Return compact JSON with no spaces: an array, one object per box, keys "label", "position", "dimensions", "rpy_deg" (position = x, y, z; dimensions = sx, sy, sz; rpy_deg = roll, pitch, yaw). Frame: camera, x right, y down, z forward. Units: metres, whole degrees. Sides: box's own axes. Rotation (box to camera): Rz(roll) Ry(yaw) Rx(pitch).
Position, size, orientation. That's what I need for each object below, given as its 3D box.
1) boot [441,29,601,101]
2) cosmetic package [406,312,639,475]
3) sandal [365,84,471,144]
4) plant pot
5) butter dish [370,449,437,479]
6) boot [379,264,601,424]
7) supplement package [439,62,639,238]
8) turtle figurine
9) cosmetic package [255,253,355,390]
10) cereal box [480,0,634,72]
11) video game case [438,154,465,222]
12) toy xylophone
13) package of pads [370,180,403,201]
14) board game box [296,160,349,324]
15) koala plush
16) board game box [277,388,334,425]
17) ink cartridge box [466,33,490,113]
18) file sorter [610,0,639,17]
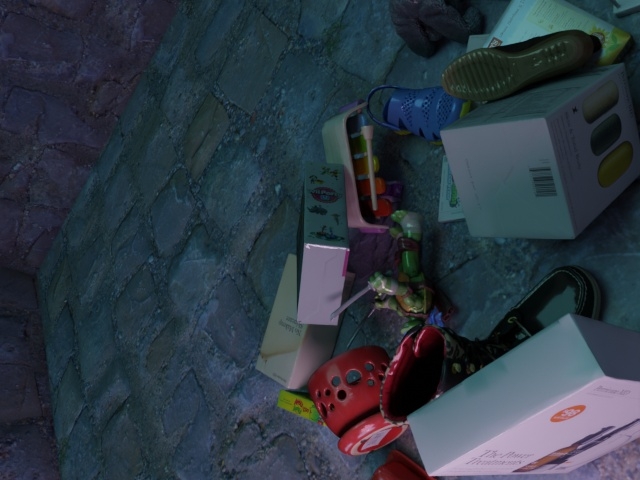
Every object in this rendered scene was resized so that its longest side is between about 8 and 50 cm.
[{"label":"boot","position":[0.360,-0.311,1.152],"dimensions":[0.248,0.207,0.090],"rpy_deg":[-7,102,33]},{"label":"cosmetic package","position":[0.355,0.238,0.927],"dimensions":[0.284,0.377,0.097],"rpy_deg":[-46,47,31]},{"label":"sandal","position":[0.208,-0.293,1.457],"dimensions":[0.317,0.138,0.126],"rpy_deg":[16,90,61]},{"label":"plant pot","position":[0.091,0.342,1.365],"dimensions":[0.191,0.191,0.174],"rpy_deg":[-48,54,28]},{"label":"butter dish","position":[0.140,0.520,1.288],"dimensions":[0.160,0.118,0.160],"rpy_deg":[23,95,50]},{"label":"boot","position":[0.287,0.186,1.100],"dimensions":[0.377,0.284,0.138],"rpy_deg":[-57,42,20]},{"label":"supplement package","position":[0.377,-0.149,1.086],"dimensions":[0.198,0.262,0.199],"rpy_deg":[2,119,50]},{"label":"turtle figurine","position":[0.136,0.081,1.381],"dimensions":[0.274,0.198,0.266],"rpy_deg":[-9,61,34]},{"label":"cosmetic package","position":[-0.040,0.203,1.624],"dimensions":[0.160,0.113,0.310],"rpy_deg":[14,87,51]},{"label":"cereal box","position":[0.443,-0.367,1.246],"dimensions":[0.240,0.047,0.173],"rpy_deg":[42,111,27]},{"label":"video game case","position":[0.318,-0.121,1.388],"dimensions":[0.143,0.019,0.157],"rpy_deg":[-8,70,48]},{"label":"toy xylophone","position":[0.092,-0.163,1.506],"dimensions":[0.236,0.081,0.323],"rpy_deg":[18,117,62]},{"label":"package of pads","position":[0.160,-0.118,1.566],"dimensions":[0.083,0.032,0.050],"rpy_deg":[4,83,51]},{"label":"board game box","position":[0.000,0.000,1.426],"dimensions":[0.303,0.097,0.224],"rpy_deg":[-93,9,-50]},{"label":"koala plush","position":[0.268,-0.585,1.502],"dimensions":[0.196,0.203,0.221],"rpy_deg":[-2,64,49]},{"label":"board game box","position":[-0.011,0.397,1.532],"dimensions":[0.181,0.092,0.043],"rpy_deg":[4,79,51]},{"label":"ink cartridge box","position":[0.377,-0.326,1.379],"dimensions":[0.181,0.056,0.225],"rpy_deg":[19,102,51]},{"label":"file sorter","position":[0.577,-0.579,1.126],"dimensions":[0.192,0.173,0.278],"rpy_deg":[-8,71,49]}]
